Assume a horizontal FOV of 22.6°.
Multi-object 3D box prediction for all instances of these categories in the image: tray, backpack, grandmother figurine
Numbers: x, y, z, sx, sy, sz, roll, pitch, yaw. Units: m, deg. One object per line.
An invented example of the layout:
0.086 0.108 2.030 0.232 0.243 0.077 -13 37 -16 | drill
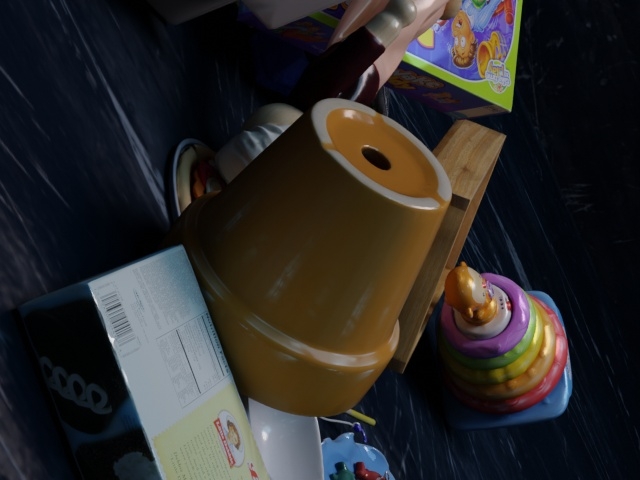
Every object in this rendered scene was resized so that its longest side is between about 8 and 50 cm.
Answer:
0.128 -0.009 1.855 0.411 0.076 0.203 -51 162 -73 | tray
-0.010 -0.199 1.731 0.120 0.101 0.098 18 58 -43 | backpack
0.021 -0.152 1.476 0.342 0.104 0.208 -49 166 -35 | grandmother figurine

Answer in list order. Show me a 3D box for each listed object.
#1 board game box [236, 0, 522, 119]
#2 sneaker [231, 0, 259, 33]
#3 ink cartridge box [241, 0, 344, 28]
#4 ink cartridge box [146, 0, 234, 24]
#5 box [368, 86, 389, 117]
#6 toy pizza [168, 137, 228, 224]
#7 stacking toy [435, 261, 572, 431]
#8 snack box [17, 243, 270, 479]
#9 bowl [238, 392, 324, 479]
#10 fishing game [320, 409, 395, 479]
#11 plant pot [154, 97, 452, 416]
0.077 -0.290 1.690 0.347 0.078 0.233 18 73 -43 | board game box
-0.062 -0.372 1.715 0.145 0.147 0.385 -91 158 -54 | sneaker
-0.022 -0.370 1.403 0.198 0.197 0.270 39 35 -62 | ink cartridge box
-0.151 -0.336 1.472 0.160 0.092 0.219 41 34 -61 | ink cartridge box
0.046 -0.265 1.866 0.231 0.056 0.183 81 9 -47 | box
-0.076 0.001 1.429 0.201 0.032 0.201 -20 90 -74 | toy pizza
0.197 0.099 1.897 0.302 0.165 0.175 57 26 -61 | stacking toy
-0.093 0.172 1.113 0.187 0.060 0.322 -27 97 -74 | snack box
-0.050 0.158 1.292 0.142 0.053 0.142 -93 157 -44 | bowl
0.061 0.256 1.476 0.189 0.041 0.264 33 31 -45 | fishing game
0.000 0.000 1.251 0.205 0.188 0.205 27 29 -17 | plant pot
